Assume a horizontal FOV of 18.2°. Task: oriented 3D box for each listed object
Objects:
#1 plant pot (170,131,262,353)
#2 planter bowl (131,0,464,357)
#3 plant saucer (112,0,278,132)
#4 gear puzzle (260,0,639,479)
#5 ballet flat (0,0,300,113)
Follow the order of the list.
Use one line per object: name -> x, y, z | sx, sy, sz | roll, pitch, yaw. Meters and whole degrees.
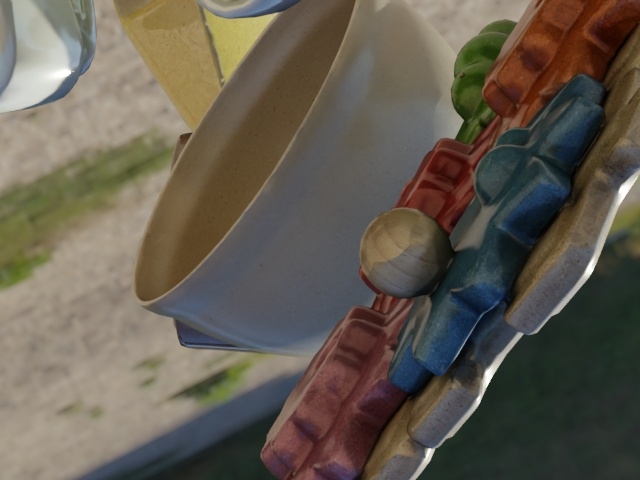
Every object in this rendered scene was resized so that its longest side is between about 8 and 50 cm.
plant pot -> 0.000, 0.000, 1.153 | 0.165, 0.167, 0.167 | -1, 172, 3
planter bowl -> 0.013, -0.018, 0.808 | 0.162, 0.109, 0.162 | -51, -162, 24
plant saucer -> -0.102, -0.229, 1.456 | 0.081, 0.333, 0.333 | -24, 130, -10
gear puzzle -> 0.066, -0.060, 0.591 | 0.175, 0.044, 0.339 | -55, -176, 44
ballet flat -> -0.075, -0.138, 0.596 | 0.483, 0.182, 0.164 | -22, -170, 33
